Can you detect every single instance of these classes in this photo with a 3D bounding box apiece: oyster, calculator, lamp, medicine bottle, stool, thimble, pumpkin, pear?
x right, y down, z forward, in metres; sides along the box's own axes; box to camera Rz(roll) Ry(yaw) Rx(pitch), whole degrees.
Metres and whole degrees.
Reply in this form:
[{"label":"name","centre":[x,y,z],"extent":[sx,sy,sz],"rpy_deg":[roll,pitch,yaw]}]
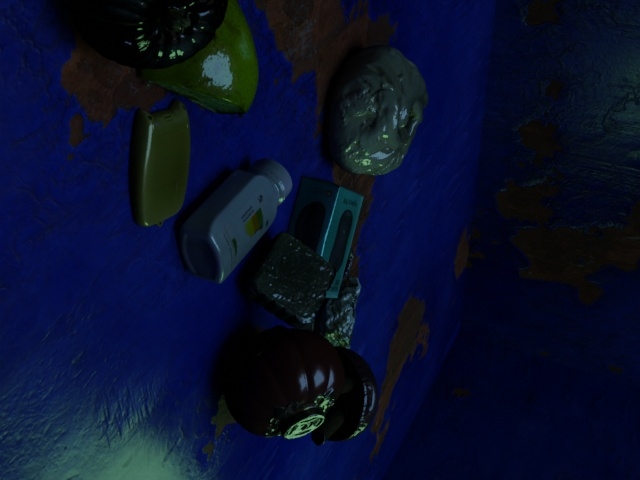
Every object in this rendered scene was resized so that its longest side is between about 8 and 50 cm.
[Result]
[{"label":"oyster","centre":[0.062,0.260,2.407],"extent":[0.198,0.112,0.267],"rpy_deg":[-38,135,-55]},{"label":"calculator","centre":[-0.290,-0.133,1.427],"extent":[0.157,0.033,0.236],"rpy_deg":[-37,139,-57]},{"label":"lamp","centre":[-0.089,0.347,1.905],"extent":[0.303,0.257,0.303],"rpy_deg":[-22,150,-13]},{"label":"medicine bottle","centre":[-0.174,-0.053,1.650],"extent":[0.296,0.111,0.161],"rpy_deg":[-54,150,-43]},{"label":"stool","centre":[0.006,0.436,2.174],"extent":[0.178,0.272,0.272],"rpy_deg":[4,101,-54]},{"label":"thimble","centre":[0.054,0.065,2.317],"extent":[0.104,0.066,0.095],"rpy_deg":[-64,158,-22]},{"label":"pumpkin","centre":[-0.250,-0.366,1.149],"extent":[0.250,0.216,0.250],"rpy_deg":[-23,141,-20]},{"label":"pear","centre":[-0.182,-0.364,1.418],"extent":[0.288,0.139,0.239],"rpy_deg":[12,85,-69]}]

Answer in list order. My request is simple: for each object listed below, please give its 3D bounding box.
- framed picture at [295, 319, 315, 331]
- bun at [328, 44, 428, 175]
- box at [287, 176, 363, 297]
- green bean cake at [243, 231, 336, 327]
[{"label":"framed picture","centre":[-0.084,0.384,2.262],"extent":[0.209,0.019,0.281],"rpy_deg":[-20,123,-63]},{"label":"bun","centre":[0.168,-0.350,2.126],"extent":[0.359,0.211,0.359],"rpy_deg":[-49,148,-46]},{"label":"box","centre":[0.000,0.000,2.082],"extent":[0.205,0.118,0.311],"rpy_deg":[15,90,-66]},{"label":"green bean cake","centre":[-0.074,0.098,1.891],"extent":[0.094,0.185,0.183],"rpy_deg":[-38,-159,57]}]
